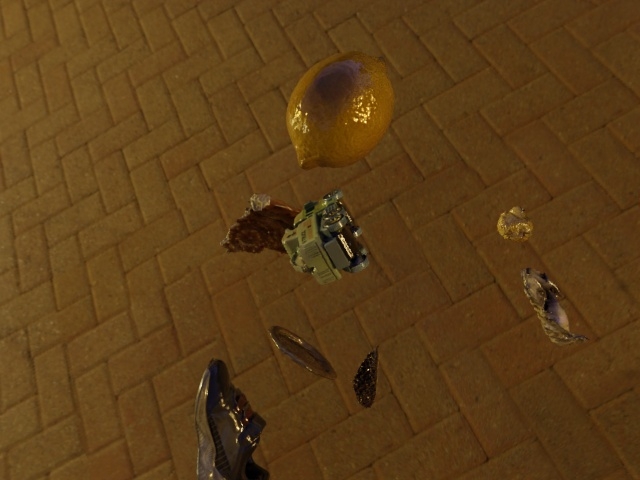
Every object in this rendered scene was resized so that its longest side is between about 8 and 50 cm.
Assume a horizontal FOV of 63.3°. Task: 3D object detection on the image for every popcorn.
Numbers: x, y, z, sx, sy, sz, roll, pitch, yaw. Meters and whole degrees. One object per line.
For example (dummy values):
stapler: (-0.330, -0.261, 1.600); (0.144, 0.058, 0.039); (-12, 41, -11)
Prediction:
popcorn: (0.441, -0.035, 1.196); (0.084, 0.084, 0.084); (-7, 61, 13)

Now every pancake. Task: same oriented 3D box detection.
pancake: (-0.108, -0.003, 1.198); (0.245, 0.266, 0.057); (-21, 45, 14)
pancake: (-0.024, 0.154, 0.714); (0.115, 0.115, 0.011); (39, 94, 30)

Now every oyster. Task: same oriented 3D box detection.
oyster: (0.403, 0.133, 0.922); (0.061, 0.199, 0.106); (-21, 16, 40)

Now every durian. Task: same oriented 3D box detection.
durian: (0.105, 0.279, 1.058); (0.052, 0.066, 0.130); (2, 81, 43)

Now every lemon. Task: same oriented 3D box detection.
lemon: (0.038, -0.239, 0.957); (0.188, 0.188, 0.256); (32, 86, 28)

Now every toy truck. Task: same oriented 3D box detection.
toy truck: (0.000, 0.000, 0.787); (0.116, 0.085, 0.191); (-25, 20, 9)

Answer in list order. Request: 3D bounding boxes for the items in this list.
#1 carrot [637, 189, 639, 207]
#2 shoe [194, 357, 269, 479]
carrot: (0.504, -0.073, 0.753); (0.072, 0.205, 0.072); (-2, 87, 30)
shoe: (-0.136, 0.300, 0.825); (0.112, 0.099, 0.227); (1, 95, 4)
